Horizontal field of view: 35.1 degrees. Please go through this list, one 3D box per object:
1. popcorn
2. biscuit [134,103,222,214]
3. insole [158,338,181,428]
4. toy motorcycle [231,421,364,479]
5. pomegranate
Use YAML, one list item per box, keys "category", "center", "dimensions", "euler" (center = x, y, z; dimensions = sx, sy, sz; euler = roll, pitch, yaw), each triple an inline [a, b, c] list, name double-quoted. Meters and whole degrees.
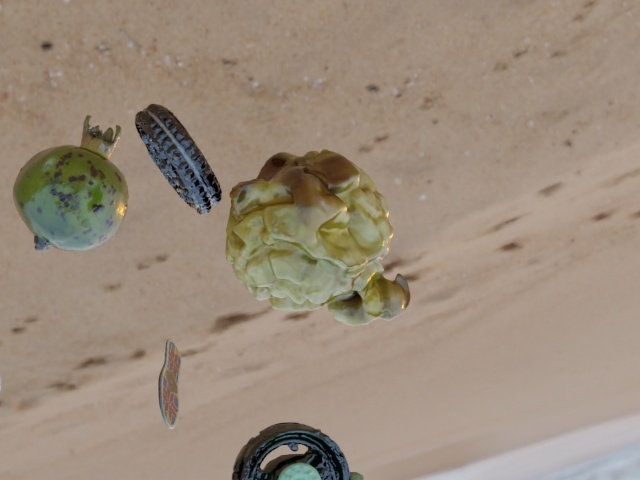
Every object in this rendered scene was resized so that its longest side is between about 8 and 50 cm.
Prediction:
- category: "popcorn"
  center: [0.000, 0.000, 1.533]
  dimensions: [0.332, 0.265, 0.225]
  euler: [38, 139, -22]
- category: "biscuit"
  center: [-0.217, -0.124, 1.546]
  dimensions: [0.053, 0.194, 0.194]
  euler: [-36, 156, -12]
- category: "insole"
  center: [-0.236, 0.223, 1.592]
  dimensions: [0.006, 0.193, 0.065]
  euler: [-20, 120, 9]
- category: "toy motorcycle"
  center: [-0.051, 0.315, 0.785]
  dimensions: [0.196, 0.331, 0.125]
  euler: [38, 161, -12]
- category: "pomegranate"
  center: [-0.430, -0.098, 1.748]
  dimensions: [0.198, 0.246, 0.198]
  euler: [-7, 158, -3]
